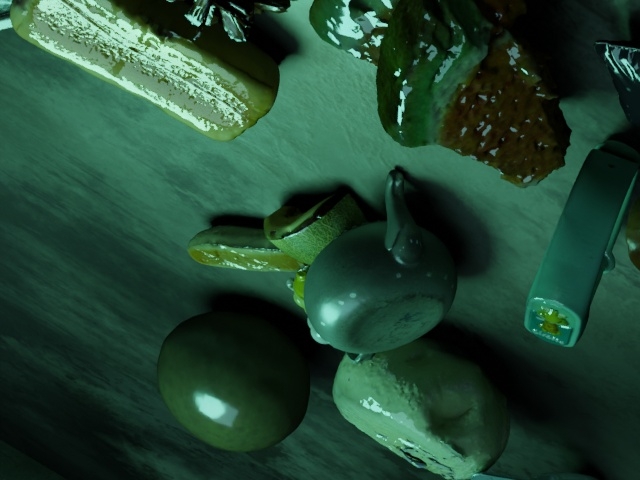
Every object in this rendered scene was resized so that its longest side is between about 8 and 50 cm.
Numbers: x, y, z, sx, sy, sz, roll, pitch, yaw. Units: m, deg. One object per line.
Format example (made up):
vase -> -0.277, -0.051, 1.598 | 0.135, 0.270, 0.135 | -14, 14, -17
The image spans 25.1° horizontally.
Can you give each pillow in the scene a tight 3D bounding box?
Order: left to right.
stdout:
pillow -> 0.360, -0.130, 1.302 | 0.208, 0.055, 0.141 | 13, 157, 32

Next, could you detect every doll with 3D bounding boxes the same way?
doll -> 0.010, 0.095, 2.031 | 0.106, 0.062, 0.162 | 20, 152, 27

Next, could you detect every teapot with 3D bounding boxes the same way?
teapot -> 0.071, 0.052, 1.783 | 0.193, 0.129, 0.294 | -7, 147, -21

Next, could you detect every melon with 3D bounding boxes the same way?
melon -> 0.000, 0.000, 1.853 | 0.128, 0.079, 0.160 | 42, 151, -21

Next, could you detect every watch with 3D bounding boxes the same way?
watch -> 0.269, 0.007, 1.480 | 0.068, 0.195, 0.237 | 20, 162, 14

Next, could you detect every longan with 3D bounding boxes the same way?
longan -> -0.137, 0.217, 2.220 | 0.248, 0.248, 0.248 | 23, 153, 13

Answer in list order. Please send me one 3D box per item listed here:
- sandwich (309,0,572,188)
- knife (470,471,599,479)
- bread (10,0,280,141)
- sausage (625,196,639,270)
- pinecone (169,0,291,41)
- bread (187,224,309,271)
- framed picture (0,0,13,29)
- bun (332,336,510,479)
sandwich -> 0.122, -0.153, 1.374 | 0.301, 0.162, 0.250 | 44, 154, -22
knife -> 0.296, 0.350, 2.059 | 0.080, 0.044, 0.331 | -15, 158, 39
bread -> -0.192, -0.224, 1.601 | 0.305, 0.091, 0.142 | 29, 140, -18
sausage -> 0.425, -0.008, 1.394 | 0.109, 0.109, 0.270 | 44, 150, -27
pinecone -> -0.079, -0.288, 1.290 | 0.221, 0.221, 0.221 | 23, 153, 13
bread -> -0.097, 0.006, 1.991 | 0.214, 0.053, 0.073 | 4, 148, 37
framed picture -> -0.373, -0.353, 1.546 | 0.241, 0.020, 0.324 | -11, 141, 11
bun -> 0.146, 0.230, 2.024 | 0.273, 0.168, 0.273 | 28, 163, 9
